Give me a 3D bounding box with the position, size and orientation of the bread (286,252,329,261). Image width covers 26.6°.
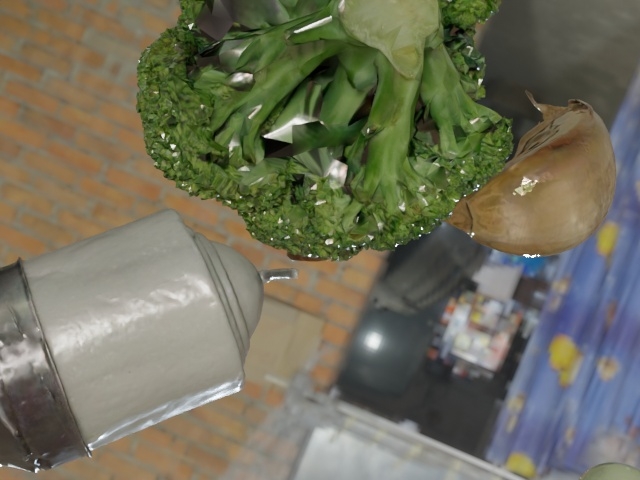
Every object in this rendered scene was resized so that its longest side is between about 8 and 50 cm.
[{"bbox_3d":[0.000,0.000,1.774,0.043,0.109,0.062,-22,-121,-40],"label":"bread"}]

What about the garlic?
[{"bbox_3d":[0.310,-0.115,1.837,0.196,0.338,0.151,13,134,25],"label":"garlic"}]

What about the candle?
[{"bbox_3d":[-0.200,0.093,1.414,0.342,0.221,0.221,-20,-171,-12],"label":"candle"}]

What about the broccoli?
[{"bbox_3d":[0.018,-0.163,1.291,0.310,0.413,0.321,31,149,51],"label":"broccoli"}]

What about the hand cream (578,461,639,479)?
[{"bbox_3d":[0.301,0.226,0.845,0.305,0.147,0.093,19,-178,9],"label":"hand cream"}]
